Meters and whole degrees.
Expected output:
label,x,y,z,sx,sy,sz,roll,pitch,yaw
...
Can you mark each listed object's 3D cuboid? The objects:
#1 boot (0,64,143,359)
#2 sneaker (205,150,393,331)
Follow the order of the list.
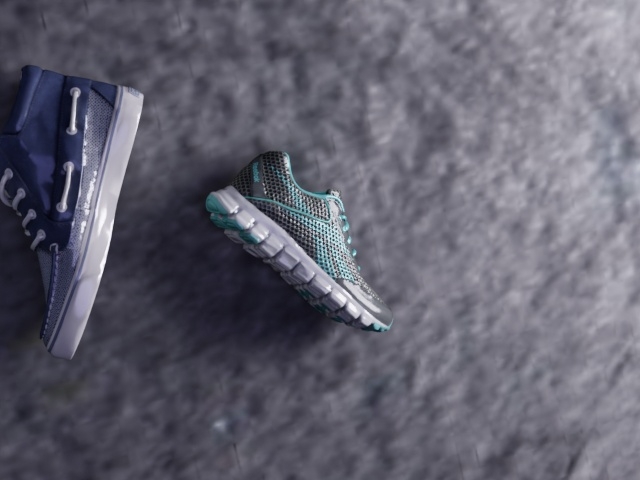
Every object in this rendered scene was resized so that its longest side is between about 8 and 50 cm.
label,x,y,z,sx,sy,sz,roll,pitch,yaw
boot,-0.183,-0.020,0.896,0.086,0.069,0.190,14,81,-13
sneaker,0.000,0.000,0.959,0.166,0.065,0.076,42,76,-19
